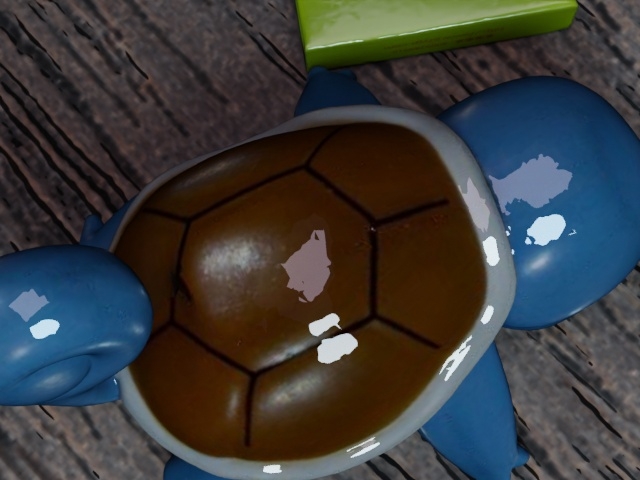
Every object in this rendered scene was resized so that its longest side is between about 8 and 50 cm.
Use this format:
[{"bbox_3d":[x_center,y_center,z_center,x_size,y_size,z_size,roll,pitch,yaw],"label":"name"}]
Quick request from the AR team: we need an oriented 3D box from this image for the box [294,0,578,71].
[{"bbox_3d":[0.054,-0.293,0.855,0.187,0.047,0.335,-9,77,1],"label":"box"}]

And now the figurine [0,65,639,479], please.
[{"bbox_3d":[-0.016,0.021,0.721,0.416,0.243,0.298,-15,66,-21],"label":"figurine"}]
